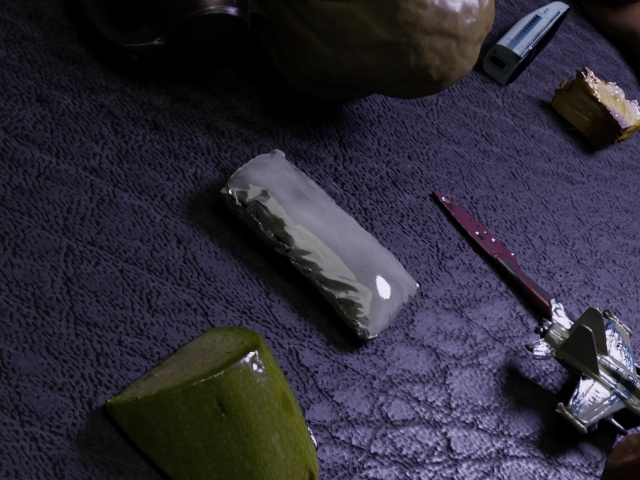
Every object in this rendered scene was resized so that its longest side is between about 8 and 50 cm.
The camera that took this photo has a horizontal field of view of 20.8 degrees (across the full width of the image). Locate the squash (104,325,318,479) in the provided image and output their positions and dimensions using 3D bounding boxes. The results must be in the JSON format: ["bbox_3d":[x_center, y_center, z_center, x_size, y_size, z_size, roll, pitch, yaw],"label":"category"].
[{"bbox_3d":[-0.065,0.149,1.550,0.184,0.085,0.192,41,37,8],"label":"squash"}]

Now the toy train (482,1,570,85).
[{"bbox_3d":[0.284,-0.282,2.367,0.048,0.055,0.252,31,34,9],"label":"toy train"}]

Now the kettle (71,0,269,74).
[{"bbox_3d":[-0.178,-0.294,1.923,0.202,0.144,0.232,-9,55,-21],"label":"kettle"}]

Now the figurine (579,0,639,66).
[{"bbox_3d":[0.500,-0.354,2.525,0.177,0.173,0.247,2,48,-40],"label":"figurine"}]

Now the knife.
[{"bbox_3d":[0.216,0.026,1.985,0.247,0.018,0.035,47,39,17],"label":"knife"}]

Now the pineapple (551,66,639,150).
[{"bbox_3d":[0.377,-0.166,2.297,0.137,0.069,0.116,20,38,-24],"label":"pineapple"}]

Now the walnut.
[{"bbox_3d":[0.048,-0.289,2.003,0.277,0.282,0.253,8,82,-43],"label":"walnut"}]

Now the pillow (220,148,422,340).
[{"bbox_3d":[0.000,0.000,1.804,0.229,0.051,0.128,44,39,8],"label":"pillow"}]

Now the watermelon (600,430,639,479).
[{"bbox_3d":[0.335,0.275,1.661,0.151,0.302,0.264,11,22,33],"label":"watermelon"}]

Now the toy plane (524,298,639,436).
[{"bbox_3d":[0.331,0.173,1.869,0.262,0.088,0.192,45,40,-5],"label":"toy plane"}]
